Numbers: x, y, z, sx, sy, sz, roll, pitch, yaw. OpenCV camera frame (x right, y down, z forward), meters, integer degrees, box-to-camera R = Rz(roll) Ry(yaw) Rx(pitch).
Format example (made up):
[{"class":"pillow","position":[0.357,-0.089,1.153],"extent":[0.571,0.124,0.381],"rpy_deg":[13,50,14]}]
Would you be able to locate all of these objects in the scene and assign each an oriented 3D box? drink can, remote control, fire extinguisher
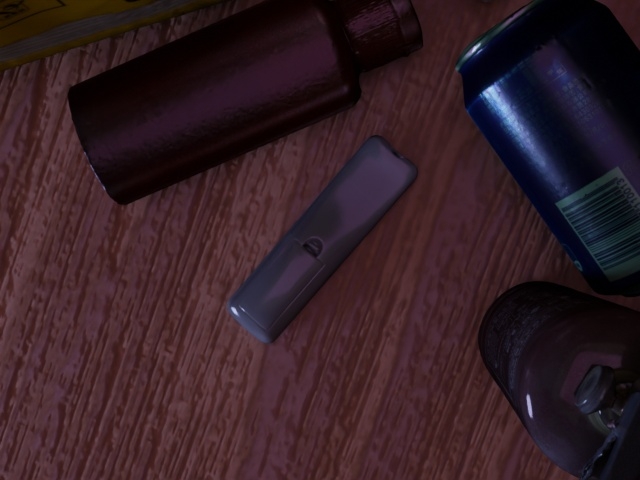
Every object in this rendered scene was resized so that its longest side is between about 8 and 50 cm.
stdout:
[{"class":"drink can","position":[0.188,-0.068,0.522],"extent":[0.118,0.118,0.204],"rpy_deg":[-34,88,5]},{"class":"remote control","position":[0.000,0.000,0.587],"extent":[0.050,0.027,0.184],"rpy_deg":[41,93,3]},{"class":"fire extinguisher","position":[0.153,0.084,0.451],"extent":[0.105,0.269,0.104],"rpy_deg":[0,91,5]}]

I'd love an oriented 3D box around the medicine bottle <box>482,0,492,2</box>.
[{"class":"medicine bottle","position":[0.136,-0.227,0.555],"extent":[0.057,0.057,0.089],"rpy_deg":[42,95,4]}]

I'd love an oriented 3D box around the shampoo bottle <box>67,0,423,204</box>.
[{"class":"shampoo bottle","position":[-0.053,-0.121,0.572],"extent":[0.260,0.064,0.102],"rpy_deg":[-22,85,5]}]

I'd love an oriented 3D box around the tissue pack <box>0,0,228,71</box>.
[{"class":"tissue pack","position":[-0.272,-0.263,0.504],"extent":[0.382,0.228,0.293],"rpy_deg":[-17,87,1]}]
